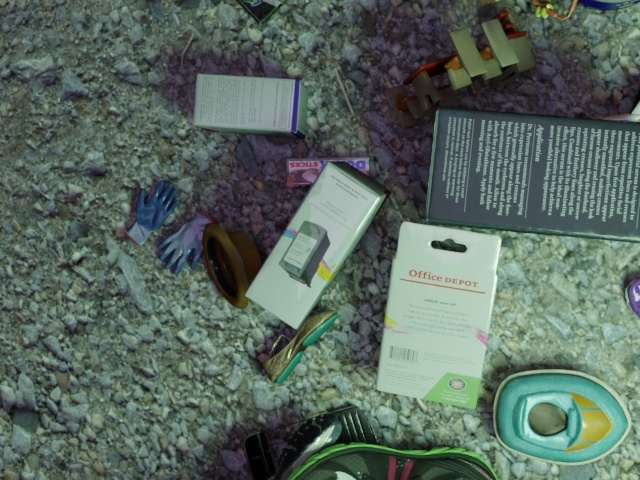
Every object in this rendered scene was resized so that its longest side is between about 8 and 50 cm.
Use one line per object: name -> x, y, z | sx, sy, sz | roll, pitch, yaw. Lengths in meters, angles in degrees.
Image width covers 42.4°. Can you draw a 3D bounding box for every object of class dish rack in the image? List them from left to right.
dish rack -> -0.007, 0.469, 1.735 | 0.271, 0.074, 0.208 | -18, 89, 8

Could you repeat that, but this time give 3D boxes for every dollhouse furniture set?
dollhouse furniture set -> 0.279, -0.352, 1.610 | 0.259, 0.262, 0.135 | -21, 85, -26

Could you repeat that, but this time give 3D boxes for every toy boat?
toy boat -> 0.478, 0.415, 1.627 | 0.267, 0.148, 0.318 | 0, 90, 8

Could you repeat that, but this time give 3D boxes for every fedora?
fedora -> -0.177, 0.045, 1.732 | 0.079, 0.194, 0.194 | -23, 87, -28

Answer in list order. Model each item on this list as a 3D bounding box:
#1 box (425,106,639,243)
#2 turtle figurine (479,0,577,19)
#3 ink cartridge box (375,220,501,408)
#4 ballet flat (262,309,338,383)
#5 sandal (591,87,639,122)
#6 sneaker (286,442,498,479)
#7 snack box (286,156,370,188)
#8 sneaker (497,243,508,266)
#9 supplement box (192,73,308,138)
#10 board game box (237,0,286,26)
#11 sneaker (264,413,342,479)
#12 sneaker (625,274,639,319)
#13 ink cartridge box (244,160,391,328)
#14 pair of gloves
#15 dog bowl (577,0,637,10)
box -> 0.404, -0.117, 1.558 | 0.395, 0.293, 0.212 | 6, 92, 8
turtle figurine -> 0.412, -0.524, 1.567 | 0.217, 0.087, 0.270 | 1, 76, 36
ink cartridge box -> 0.236, 0.133, 1.636 | 0.207, 0.119, 0.354 | 10, 105, 10
ballet flat -> -0.050, 0.210, 1.742 | 0.067, 0.073, 0.206 | 42, 92, 20
sandal -> 0.623, -0.266, 1.622 | 0.265, 0.102, 0.076 | -7, 93, 10
sneaker -> 0.141, 0.501, 1.570 | 0.482, 0.202, 0.185 | -3, 108, -16
snack box -> 0.016, -0.144, 1.748 | 0.178, 0.022, 0.064 | 0, 92, 8
sneaker -> 0.323, 0.052, 1.697 | 0.070, 0.051, 0.134 | 36, 104, 21
supplement box -> -0.144, -0.280, 1.725 | 0.220, 0.111, 0.114 | 4, 91, 8
board game box -> -0.169, -0.598, 1.767 | 0.136, 0.030, 0.260 | -43, 85, 9
sneaker -> -0.032, 0.481, 1.667 | 0.122, 0.110, 0.283 | 34, 96, -12
sneaker -> 0.701, 0.164, 1.615 | 0.095, 0.104, 0.236 | -41, 84, 8
ink cartridge box -> 0.000, 0.000, 1.641 | 0.131, 0.226, 0.306 | 32, 101, 5
pair of gloves -> -0.330, -0.031, 1.800 | 0.198, 0.023, 0.159 | 38, 94, 5
dog bowl -> 0.577, -0.594, 1.622 | 0.264, 0.104, 0.265 | 0, 91, 8
